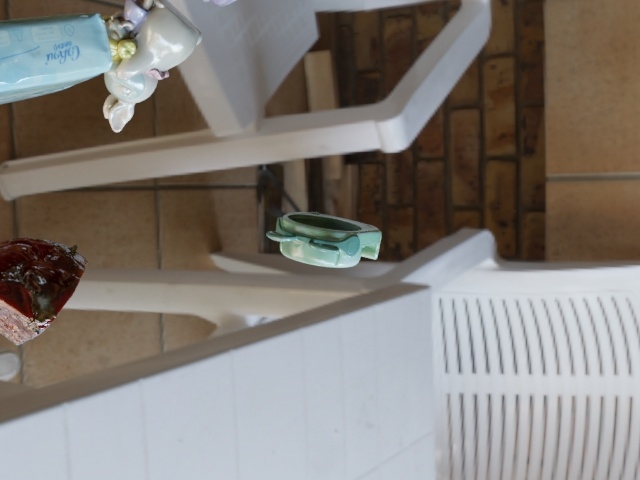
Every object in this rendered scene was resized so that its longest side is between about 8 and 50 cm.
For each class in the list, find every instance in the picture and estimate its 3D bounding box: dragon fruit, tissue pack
[{"bbox_3d":[-0.353,0.035,1.008,0.120,0.127,0.161,47,47,-17],"label":"dragon fruit"},{"bbox_3d":[-0.410,-0.210,1.017,0.263,0.177,0.089,-18,100,-39],"label":"tissue pack"}]

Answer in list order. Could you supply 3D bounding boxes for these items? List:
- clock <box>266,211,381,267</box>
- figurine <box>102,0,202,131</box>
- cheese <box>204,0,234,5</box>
[{"bbox_3d":[0.000,-0.001,1.303,0.188,0.148,0.060,-12,114,-64],"label":"clock"},{"bbox_3d":[-0.328,-0.310,1.442,0.235,0.127,0.155,-47,153,9],"label":"figurine"},{"bbox_3d":[-0.107,-0.358,1.119,0.105,0.191,0.042,-35,101,-16],"label":"cheese"}]
